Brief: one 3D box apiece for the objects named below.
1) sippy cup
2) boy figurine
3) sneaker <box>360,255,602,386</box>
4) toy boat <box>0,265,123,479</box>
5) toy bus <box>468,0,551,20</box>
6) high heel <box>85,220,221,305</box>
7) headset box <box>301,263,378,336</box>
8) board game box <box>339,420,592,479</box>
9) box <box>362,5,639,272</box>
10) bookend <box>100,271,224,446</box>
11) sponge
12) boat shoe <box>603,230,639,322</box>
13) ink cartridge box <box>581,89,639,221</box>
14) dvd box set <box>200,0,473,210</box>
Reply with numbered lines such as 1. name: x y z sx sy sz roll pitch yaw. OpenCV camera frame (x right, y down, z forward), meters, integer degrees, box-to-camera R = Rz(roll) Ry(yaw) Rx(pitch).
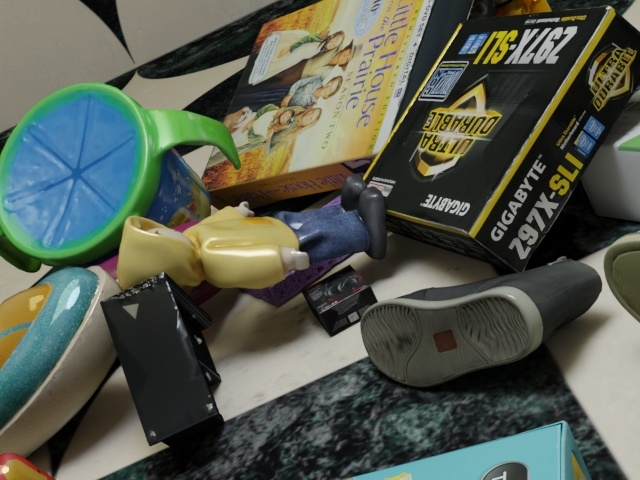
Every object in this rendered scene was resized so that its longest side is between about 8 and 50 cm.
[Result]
1. sippy cup: -0.261 -0.055 1.534 0.305 0.224 0.240 10 78 29
2. boy figurine: -0.079 -0.003 1.264 0.285 0.092 0.177 -9 23 -16
3. sneaker: 0.141 0.073 1.059 0.118 0.083 0.222 -19 5 -39
4. toy boat: -0.310 0.152 1.202 0.267 0.148 0.318 -46 24 21
5. toy bus: 0.203 -0.251 1.643 0.211 0.149 0.220 -19 18 45
6. high heel: -0.267 0.089 1.438 0.377 0.127 0.181 -20 7 21
7. headset box: 0.020 0.061 1.257 0.062 0.032 0.083 -28 23 -5
8. board game box: 0.008 0.258 0.748 0.336 0.079 0.254 -18 22 20
9. box: 0.177 -0.113 1.240 0.257 0.079 0.322 -56 20 -4
10. bookend: -0.138 0.135 1.184 0.072 0.156 0.157 -25 65 3
11. sponge: 0.000 0.000 1.425 0.210 0.031 0.117 -34 22 -20
12. boat shoe: 0.356 0.032 0.850 0.302 0.113 0.103 12 40 42
13. ink cartridge box: 0.381 -0.111 1.158 0.219 0.093 0.160 -34 21 -20
14. dvd box set: 0.013 -0.204 1.605 0.420 0.062 0.308 -7 58 52
